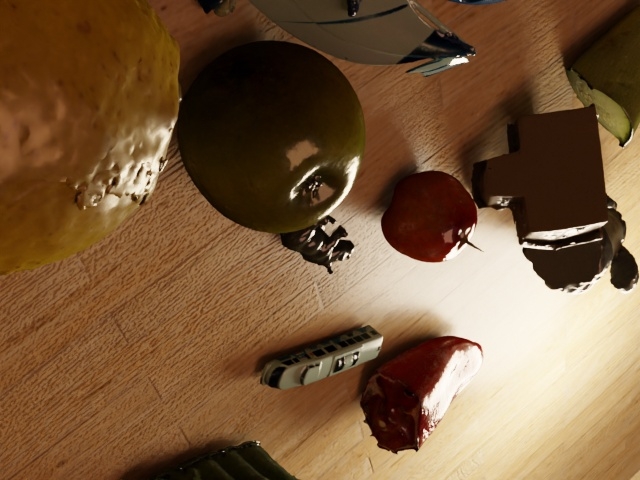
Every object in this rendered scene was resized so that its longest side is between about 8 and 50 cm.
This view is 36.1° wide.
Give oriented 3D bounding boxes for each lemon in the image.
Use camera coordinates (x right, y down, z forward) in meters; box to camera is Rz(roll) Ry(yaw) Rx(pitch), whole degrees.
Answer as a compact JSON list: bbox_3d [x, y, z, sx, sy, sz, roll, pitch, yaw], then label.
[{"bbox_3d":[-0.234,-0.102,0.695,0.310,0.253,0.254,-7,126,-45],"label":"lemon"}]

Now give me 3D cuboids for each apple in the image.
[{"bbox_3d":[-0.043,-0.100,0.983,0.196,0.157,0.196,-25,144,-20],"label":"apple"}]

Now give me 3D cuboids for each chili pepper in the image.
[{"bbox_3d":[0.178,0.214,1.566,0.252,0.136,0.144,-34,98,-37],"label":"chili pepper"}]

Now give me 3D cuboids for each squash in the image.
[{"bbox_3d":[0.456,-0.282,1.424,0.288,0.137,0.137,-55,147,-19],"label":"squash"}]

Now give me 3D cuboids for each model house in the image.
[{"bbox_3d":[0.306,-0.074,1.424,0.176,0.181,0.248,-5,170,4],"label":"model house"}]

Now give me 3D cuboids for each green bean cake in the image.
[{"bbox_3d":[-0.167,0.405,1.326,0.241,0.132,0.255,-8,125,-44],"label":"green bean cake"}]

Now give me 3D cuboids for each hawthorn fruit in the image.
[{"bbox_3d":[0.149,-0.024,1.295,0.125,0.140,0.125,-49,178,-2],"label":"hawthorn fruit"}]

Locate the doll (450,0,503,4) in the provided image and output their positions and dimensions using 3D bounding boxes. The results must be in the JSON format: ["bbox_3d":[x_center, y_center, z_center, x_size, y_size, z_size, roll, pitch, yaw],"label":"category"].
[{"bbox_3d":[0.179,-0.351,0.928,0.309,0.284,0.240,-16,90,-33],"label":"doll"}]

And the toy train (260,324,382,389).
[{"bbox_3d":[0.002,0.166,1.365,0.207,0.047,0.043,-13,130,-42],"label":"toy train"}]

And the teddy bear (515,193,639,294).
[{"bbox_3d":[0.433,0.022,1.612,0.144,0.171,0.251,-39,158,30],"label":"teddy bear"}]

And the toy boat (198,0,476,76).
[{"bbox_3d":[0.021,-0.251,0.863,0.210,0.291,0.070,114,-9,-47],"label":"toy boat"}]

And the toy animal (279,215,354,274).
[{"bbox_3d":[0.000,0.000,1.215,0.065,0.047,0.135,-49,147,7],"label":"toy animal"}]
